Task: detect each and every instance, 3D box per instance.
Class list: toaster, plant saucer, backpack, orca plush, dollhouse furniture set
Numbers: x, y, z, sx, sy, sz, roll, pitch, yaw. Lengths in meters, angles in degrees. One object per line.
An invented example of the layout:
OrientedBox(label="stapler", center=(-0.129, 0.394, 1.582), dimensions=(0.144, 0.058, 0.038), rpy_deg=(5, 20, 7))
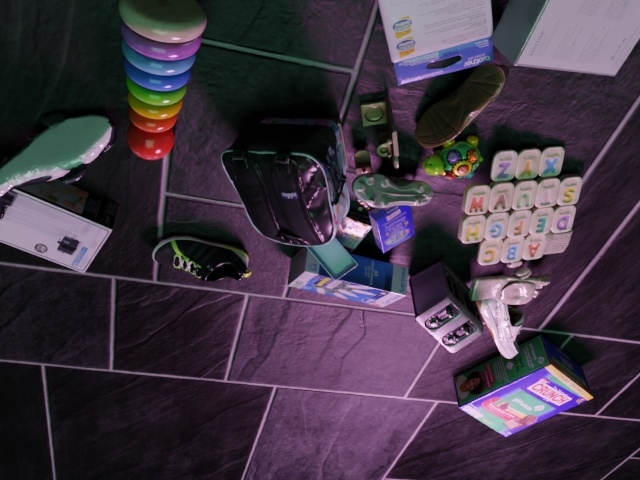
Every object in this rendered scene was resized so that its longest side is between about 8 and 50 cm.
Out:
OrientedBox(label="toaster", center=(0.312, 0.161, 1.533), dimensions=(0.110, 0.185, 0.168), rpy_deg=(-34, 119, 23))
OrientedBox(label="plant saucer", center=(0.000, 0.000, 1.352), dimensions=(0.067, 0.018, 0.192), rpy_deg=(-36, 104, 16))
OrientedBox(label="backpack", center=(-0.053, -0.114, 1.203), dimensions=(0.225, 0.191, 0.253), rpy_deg=(5, 132, 24))
OrientedBox(label="orca plush", center=(-0.519, -0.144, 1.205), dimensions=(0.287, 0.151, 0.102), rpy_deg=(-44, 167, -5))
OrientedBox(label="dollhouse furniture set", center=(0.075, -0.180, 1.210), dimensions=(0.151, 0.123, 0.144), rpy_deg=(-9, 134, 5))

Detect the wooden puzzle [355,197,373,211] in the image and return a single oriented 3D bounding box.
OrientedBox(label="wooden puzzle", center=(0.114, -0.094, 1.378), dimensions=(0.083, 0.006, 0.049), rpy_deg=(-33, 128, 25))

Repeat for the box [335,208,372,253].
OrientedBox(label="box", center=(0.003, -0.040, 1.402), dimensions=(0.207, 0.036, 0.114), rpy_deg=(19, 130, -21))

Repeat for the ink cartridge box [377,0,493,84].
OrientedBox(label="ink cartridge box", center=(0.186, -0.426, 1.023), dimensions=(0.186, 0.065, 0.311), rpy_deg=(-14, 131, 8))

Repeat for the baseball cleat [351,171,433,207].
OrientedBox(label="baseball cleat", center=(0.136, -0.104, 1.284), dimensions=(0.206, 0.109, 0.072), rpy_deg=(7, 97, -31))

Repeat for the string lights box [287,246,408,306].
OrientedBox(label="string lights box", center=(0.065, 0.087, 1.472), dimensions=(0.260, 0.076, 0.133), rpy_deg=(14, 157, -16))

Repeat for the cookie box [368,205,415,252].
OrientedBox(label="cookie box", center=(0.163, -0.038, 1.389), dimensions=(0.092, 0.040, 0.107), rpy_deg=(-29, 135, -12))

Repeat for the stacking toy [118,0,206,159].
OrientedBox(label="stacking toy", center=(-0.299, -0.276, 1.094), dimensions=(0.141, 0.141, 0.330), rpy_deg=(11, 137, -14))

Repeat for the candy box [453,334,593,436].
OrientedBox(label="candy box", center=(0.616, 0.450, 1.862), dimensions=(0.317, 0.122, 0.268), rpy_deg=(-37, 125, 26))

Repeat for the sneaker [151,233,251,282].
OrientedBox(label="sneaker", center=(-0.278, 0.048, 1.426), dimensions=(0.235, 0.097, 0.084), rpy_deg=(3, 133, -7))

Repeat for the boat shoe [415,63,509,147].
OrientedBox(label="boat shoe", center=(0.278, -0.258, 1.182), dimensions=(0.073, 0.080, 0.223), rpy_deg=(-24, 167, -43))

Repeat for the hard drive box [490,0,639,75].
OrientedBox(label="hard drive box", center=(0.436, -0.384, 1.023), dimensions=(0.232, 0.089, 0.181), rpy_deg=(-1, 135, -24))

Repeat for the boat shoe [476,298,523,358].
OrientedBox(label="boat shoe", center=(0.505, 0.223, 1.650), dimensions=(0.096, 0.098, 0.277), rpy_deg=(-22, 130, 18))

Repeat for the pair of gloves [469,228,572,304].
OrientedBox(label="pair of gloves", center=(0.487, 0.067, 1.482), dimensions=(0.204, 0.042, 0.240), rpy_deg=(3, 127, -17))

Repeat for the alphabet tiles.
OrientedBox(label="alphabet tiles", center=(0.442, -0.071, 1.346), dimensions=(0.284, 0.021, 0.278), rpy_deg=(-6, 120, -14))

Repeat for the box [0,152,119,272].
OrientedBox(label="box", center=(-0.608, -0.058, 1.307), dimensions=(0.290, 0.087, 0.169), rpy_deg=(27, 126, -27))

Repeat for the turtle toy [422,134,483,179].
OrientedBox(label="turtle toy", center=(0.278, -0.165, 1.278), dimensions=(0.130, 0.066, 0.095), rpy_deg=(-3, 134, -1))
